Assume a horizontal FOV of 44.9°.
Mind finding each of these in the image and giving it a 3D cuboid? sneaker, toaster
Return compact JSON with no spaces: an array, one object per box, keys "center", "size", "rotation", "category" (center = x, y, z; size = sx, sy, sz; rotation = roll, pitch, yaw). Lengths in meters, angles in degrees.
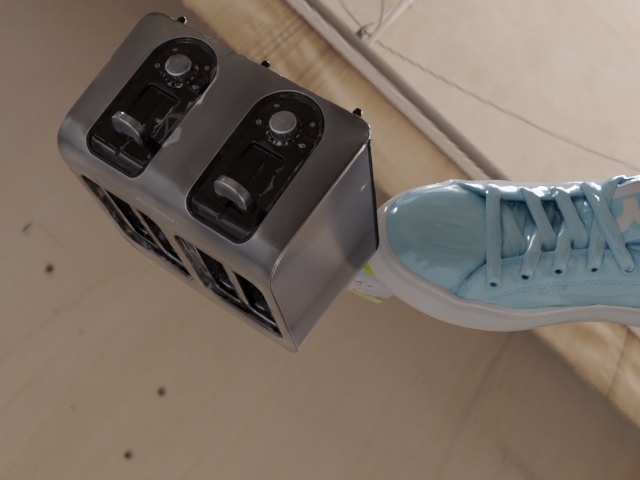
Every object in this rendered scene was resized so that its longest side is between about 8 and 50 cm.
[{"center":[0.223,-0.011,0.603],"size":[0.365,0.135,0.150],"rotation":[4,-32,-9],"category":"sneaker"},{"center":[-0.055,-0.030,0.499],"size":[0.168,0.110,0.186],"rotation":[32,-18,18],"category":"toaster"}]

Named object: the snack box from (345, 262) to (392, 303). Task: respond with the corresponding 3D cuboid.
[{"center":[0.000,0.000,0.904],"size":[0.207,0.070,0.174],"rotation":[20,-13,-4],"category":"snack box"}]
